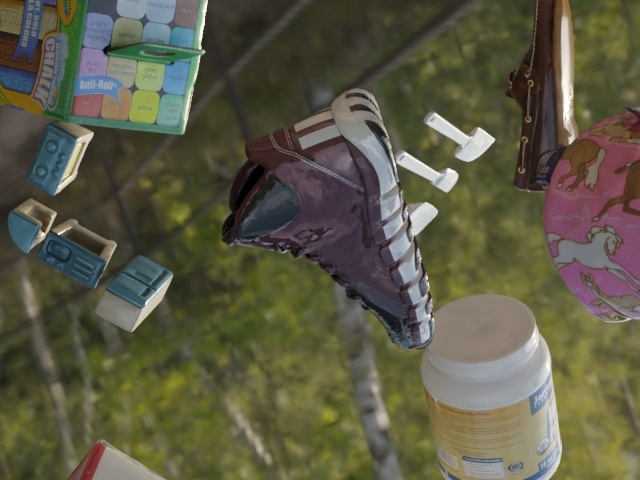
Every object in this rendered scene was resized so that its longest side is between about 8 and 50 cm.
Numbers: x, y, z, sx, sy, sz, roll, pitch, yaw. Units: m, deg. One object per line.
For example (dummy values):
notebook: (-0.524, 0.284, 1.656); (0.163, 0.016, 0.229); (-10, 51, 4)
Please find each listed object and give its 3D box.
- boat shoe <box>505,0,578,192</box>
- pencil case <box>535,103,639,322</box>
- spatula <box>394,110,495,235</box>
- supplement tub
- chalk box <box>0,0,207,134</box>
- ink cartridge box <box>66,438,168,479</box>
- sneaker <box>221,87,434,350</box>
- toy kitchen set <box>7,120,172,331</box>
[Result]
boat shoe: (0.224, -0.149, 1.558); (0.073, 0.207, 0.073); (2, -170, 21)
pencil case: (0.344, -0.034, 1.089); (0.386, 0.167, 0.160); (-7, -158, 48)
spatula: (0.127, -0.078, 1.842); (0.168, 0.019, 0.242); (-47, 160, 11)
supplement tub: (0.189, 0.175, 1.701); (0.144, 0.199, 0.144); (-9, -146, 6)
chalk box: (-0.260, -0.228, 1.820); (0.180, 0.179, 0.289); (4, -170, -42)
ink cartridge box: (-0.328, 0.476, 1.840); (0.384, 0.160, 0.279); (-51, -167, 30)
sneaker: (0.000, 0.000, 1.347); (0.162, 0.281, 0.106); (-17, -143, 1)
toy kitchen set: (-0.267, -0.023, 1.833); (0.166, 0.207, 0.122); (-63, 178, 21)
